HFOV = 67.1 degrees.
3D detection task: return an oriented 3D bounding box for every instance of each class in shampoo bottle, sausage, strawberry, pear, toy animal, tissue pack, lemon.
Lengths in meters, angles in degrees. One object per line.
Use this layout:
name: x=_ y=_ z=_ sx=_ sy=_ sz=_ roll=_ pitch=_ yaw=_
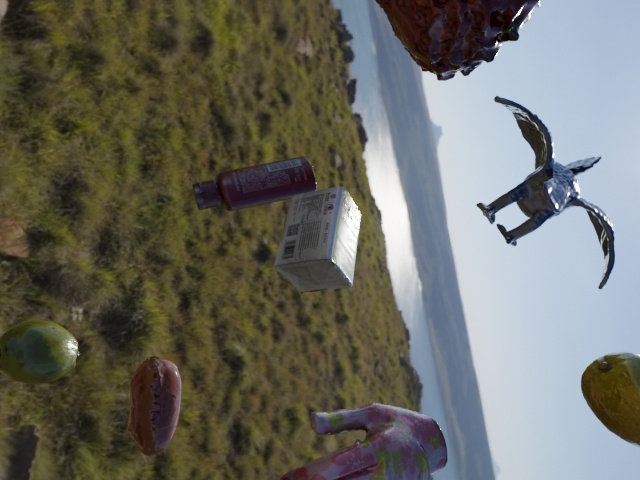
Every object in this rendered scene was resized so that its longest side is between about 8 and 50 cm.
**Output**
shampoo bottle: x=-0.171 y=-0.144 z=1.266 sx=0.076 sy=0.315 sz=0.118 roll=107 pitch=-35 yaw=-61
sausage: x=-0.418 y=0.420 z=1.229 sx=0.133 sy=0.133 sz=0.258 roll=-26 pitch=125 yaw=-75
strawberry: x=0.216 y=-0.482 z=0.844 sx=0.345 sy=0.317 sz=0.295 roll=34 pitch=51 yaw=-14
pear: x=-0.486 y=0.192 z=0.832 sx=0.131 sy=0.107 sz=0.107 roll=11 pitch=66 yaw=-41
toy animal: x=0.277 y=-0.071 z=0.578 sx=0.239 sy=0.176 sz=0.255 roll=54 pitch=9 yaw=1
tissue pack: x=0.001 y=0.000 z=0.803 sx=0.099 sy=0.106 sz=0.148 roll=52 pitch=39 yaw=-44
lemon: x=0.623 y=0.316 z=0.948 sx=0.207 sy=0.170 sz=0.170 roll=46 pitch=11 yaw=10

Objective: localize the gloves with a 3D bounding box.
gloves: x=0.062 y=0.316 z=0.683 sx=0.241 sy=0.126 sz=0.145 roll=-7 pitch=107 yaw=-35
